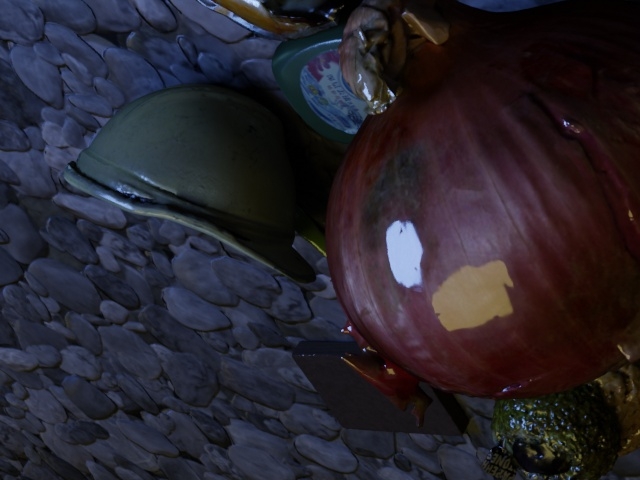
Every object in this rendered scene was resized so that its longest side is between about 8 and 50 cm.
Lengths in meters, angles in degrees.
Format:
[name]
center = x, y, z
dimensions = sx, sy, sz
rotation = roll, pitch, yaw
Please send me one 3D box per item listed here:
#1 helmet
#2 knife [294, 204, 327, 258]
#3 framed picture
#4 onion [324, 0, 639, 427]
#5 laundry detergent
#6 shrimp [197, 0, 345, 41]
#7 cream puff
[helmet]
center = -0.097, -0.073, 1.539
dimensions = 0.257, 0.137, 0.204
rotation = 22, -175, -13
[knife]
center = 0.000, 0.000, 1.647
dimensions = 0.184, 0.022, 0.026
rotation = 41, 172, -11
[framed picture]
center = 0.065, 0.162, 1.794
dimensions = 0.168, 0.023, 0.128
rotation = -2, 133, 41
[onion]
center = 0.154, -0.019, 1.216
dimensions = 0.354, 0.353, 0.353
rotation = 22, 144, 17
[laundry detergent]
center = 0.068, -0.142, 1.383
dimensions = 0.211, 0.063, 0.137
rotation = -8, 130, 42
[shrimp]
center = -0.050, -0.265, 1.309
dimensions = 0.222, 0.054, 0.290
rotation = 48, 146, -3
[cream puff]
center = 0.224, 0.160, 1.532
dimensions = 0.183, 0.169, 0.183
rotation = 21, 145, 15
